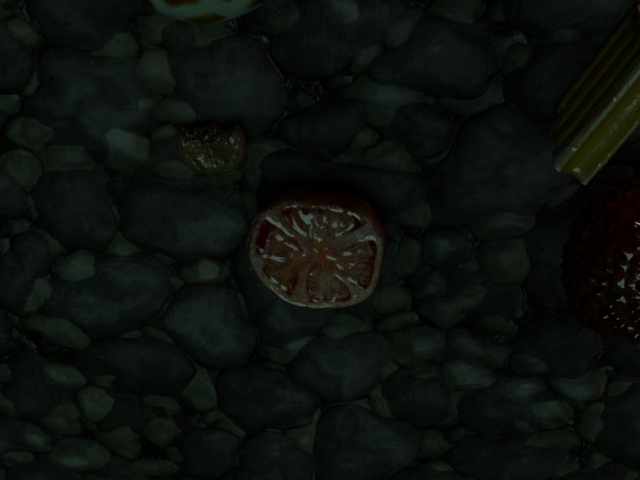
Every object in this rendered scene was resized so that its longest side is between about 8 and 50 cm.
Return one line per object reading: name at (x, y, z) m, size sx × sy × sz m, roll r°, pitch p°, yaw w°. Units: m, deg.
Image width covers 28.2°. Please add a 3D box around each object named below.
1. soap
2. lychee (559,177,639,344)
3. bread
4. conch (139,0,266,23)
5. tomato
soap at (0.418, -0.208, 1.829) m, size 0.073 × 0.140 × 0.232 m, roll 25°, pitch 127°, yaw -13°
lychee at (0.508, 0.030, 1.931) m, size 0.300 × 0.264 × 0.264 m, roll -2°, pitch 131°, yaw 36°
bread at (-0.168, -0.145, 2.001) m, size 0.113 × 0.060 × 0.082 m, roll -1°, pitch 128°, yaw 10°
conch at (-0.167, -0.418, 1.701) m, size 0.368 × 0.197 × 0.249 m, roll 14°, pitch 96°, yaw -6°
tomato at (0.000, 0.000, 2.077) m, size 0.237 × 0.095 × 0.236 m, roll 6°, pitch 128°, yaw 7°
